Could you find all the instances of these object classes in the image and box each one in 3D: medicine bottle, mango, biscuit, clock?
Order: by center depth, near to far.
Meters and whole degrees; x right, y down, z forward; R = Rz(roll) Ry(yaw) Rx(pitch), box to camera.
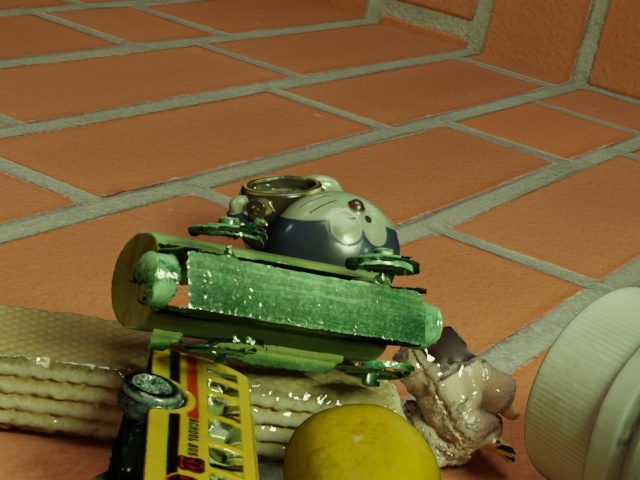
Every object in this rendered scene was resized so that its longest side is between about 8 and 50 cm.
[{"bbox_3d":[0.031,0.210,1.187,0.137,0.098,0.195,16,26,5],"label":"mango"},{"bbox_3d":[0.348,0.186,1.208,0.245,0.245,0.306,-5,24,-40],"label":"medicine bottle"},{"bbox_3d":[-0.136,0.134,1.327,0.426,0.078,0.144,9,17,-10],"label":"biscuit"},{"bbox_3d":[0.000,0.000,1.698,0.199,0.146,0.243,-1,18,-20],"label":"clock"}]

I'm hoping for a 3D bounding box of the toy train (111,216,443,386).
[{"bbox_3d":[-0.044,0.066,1.270,0.307,0.126,0.189,10,-18,-32],"label":"toy train"}]

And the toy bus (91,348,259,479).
[{"bbox_3d":[-0.112,0.200,1.093,0.123,0.121,0.335,16,17,-10],"label":"toy bus"}]

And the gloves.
[{"bbox_3d":[0.126,0.154,1.374,0.110,0.144,0.094,-5,-16,-42],"label":"gloves"}]
